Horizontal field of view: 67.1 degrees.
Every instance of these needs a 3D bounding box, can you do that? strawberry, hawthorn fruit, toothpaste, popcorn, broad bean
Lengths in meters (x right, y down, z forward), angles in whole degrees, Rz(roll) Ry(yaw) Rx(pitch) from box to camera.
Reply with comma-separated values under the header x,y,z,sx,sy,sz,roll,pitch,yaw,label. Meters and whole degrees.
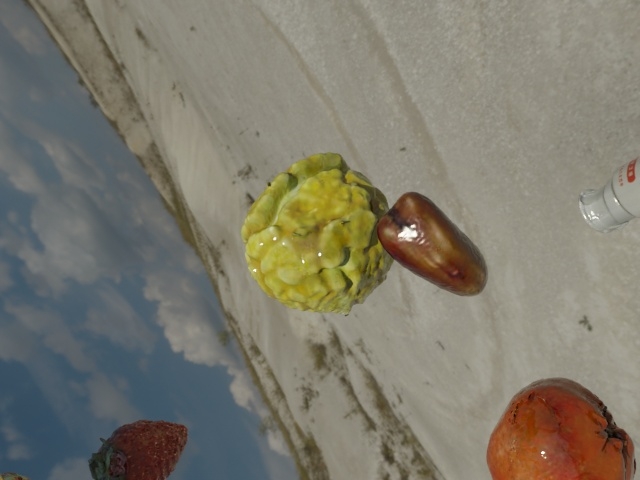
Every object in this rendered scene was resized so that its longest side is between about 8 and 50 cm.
x,y,z,sx,sy,sz,roll,pitch,yaw,label
-0.292,0.356,0.787,0.131,0.131,0.148,50,-164,30,strawberry
0.376,0.376,0.813,0.211,0.299,0.211,20,-149,-13,hawthorn fruit
0.335,-0.074,0.411,0.057,0.089,0.234,39,149,-4,toothpaste
-0.005,-0.001,0.862,0.282,0.282,0.247,51,154,20,popcorn
0.148,0.011,0.611,0.165,0.084,0.114,30,-147,-32,broad bean

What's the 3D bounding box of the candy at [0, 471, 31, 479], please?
x,y,z,sx,sy,sz,roll,pitch,yaw,label
-0.589,0.421,0.815,0.287,0.084,0.078,-4,149,29,candy
